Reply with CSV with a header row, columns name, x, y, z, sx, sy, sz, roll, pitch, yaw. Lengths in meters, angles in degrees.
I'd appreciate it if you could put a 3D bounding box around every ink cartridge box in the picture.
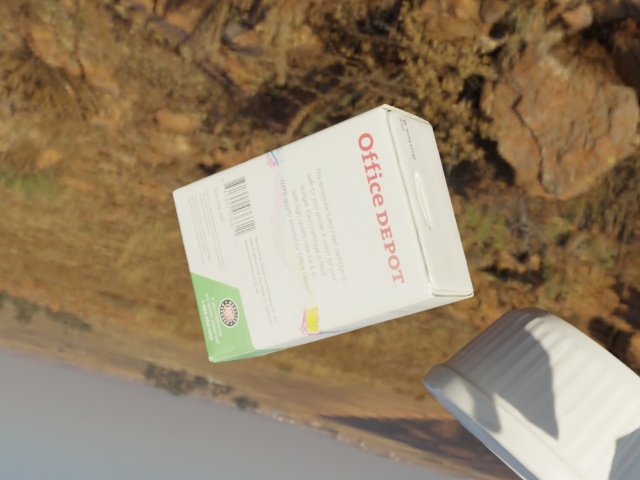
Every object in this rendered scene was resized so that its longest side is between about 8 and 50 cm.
name,x,y,z,sx,sy,sz,roll,pitch,yaw
ink cartridge box,0.000,0.000,0.804,0.212,0.154,0.093,-20,168,29

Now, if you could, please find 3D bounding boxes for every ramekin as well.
name,x,y,z,sx,sy,sz,roll,pitch,yaw
ramekin,0.237,0.179,0.934,0.273,0.127,0.273,43,175,5
